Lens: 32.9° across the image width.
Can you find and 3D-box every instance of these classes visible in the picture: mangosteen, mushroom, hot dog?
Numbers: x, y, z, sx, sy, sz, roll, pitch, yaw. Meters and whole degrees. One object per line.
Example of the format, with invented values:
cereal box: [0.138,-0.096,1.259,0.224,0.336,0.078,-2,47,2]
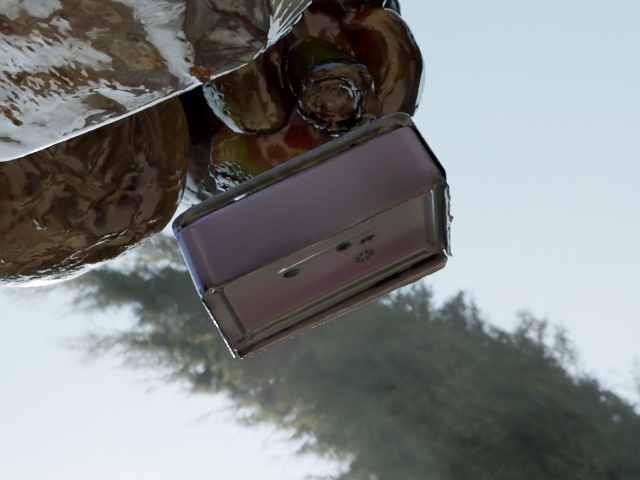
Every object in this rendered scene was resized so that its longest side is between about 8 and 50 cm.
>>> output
mangosteen: [-0.071,-0.209,1.241,0.381,0.381,0.421,-42,-1,-11]
mushroom: [-0.239,-0.081,0.962,0.278,0.146,0.278,-13,-59,-23]
hot dog: [-0.126,-0.113,0.520,0.144,0.268,0.075,46,-133,-41]

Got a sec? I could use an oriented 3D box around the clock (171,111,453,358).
clock: [0.000,0.001,0.811,0.193,0.073,0.144,-25,-25,-5]
